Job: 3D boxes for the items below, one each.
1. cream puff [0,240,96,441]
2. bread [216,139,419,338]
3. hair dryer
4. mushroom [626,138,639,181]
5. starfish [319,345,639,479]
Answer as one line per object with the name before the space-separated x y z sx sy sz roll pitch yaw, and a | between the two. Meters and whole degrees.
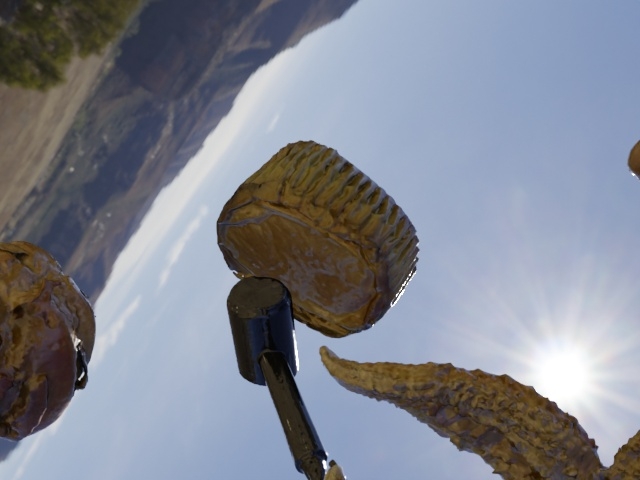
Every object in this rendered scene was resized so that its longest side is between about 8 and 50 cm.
cream puff | -0.211 0.066 0.480 0.133 0.119 0.104 -9 -159 7
bread | 0.000 0.000 0.996 0.227 0.253 0.142 -55 180 41
hair dryer | -0.040 0.145 0.768 0.248 0.070 0.114 -117 -161 -55
mushroom | 0.424 -0.043 0.812 0.084 0.209 0.071 -42 -166 42
starfish | 0.156 0.142 0.401 0.302 0.299 0.060 -28 -176 25
